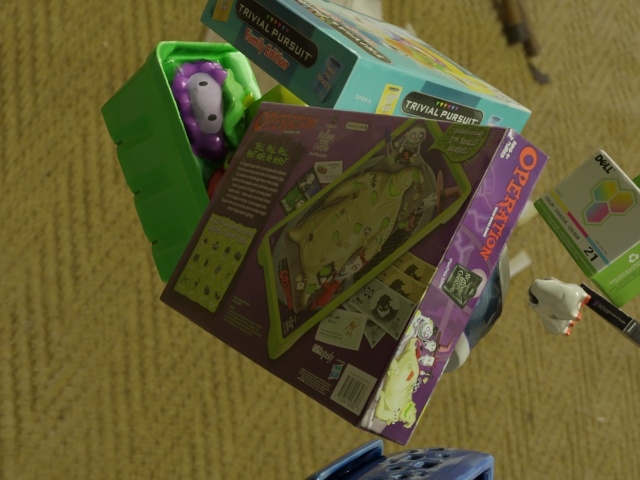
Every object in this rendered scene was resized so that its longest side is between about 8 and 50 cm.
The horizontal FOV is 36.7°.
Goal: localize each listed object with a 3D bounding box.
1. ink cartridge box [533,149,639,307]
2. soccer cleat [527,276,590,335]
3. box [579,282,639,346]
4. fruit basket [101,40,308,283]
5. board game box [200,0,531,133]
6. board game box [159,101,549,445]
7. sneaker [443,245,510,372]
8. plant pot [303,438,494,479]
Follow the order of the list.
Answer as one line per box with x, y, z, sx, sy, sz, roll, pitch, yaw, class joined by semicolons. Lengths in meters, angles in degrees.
0.463;-0.058;1.380;0.097;0.255;0.189;39;17;-37;ink cartridge box
0.317;0.084;1.311;0.076;0.196;0.068;26;83;14;soccer cleat
0.468;0.132;1.470;0.162;0.116;0.029;35;95;-36;box
-0.095;-0.136;1.459;0.283;0.392;0.392;-20;91;-61;fruit basket
0.062;-0.209;1.162;0.336;0.254;0.079;6;119;-48;board game box
0.000;0.000;0.736;0.056;0.346;0.208;25;87;-31;board game box
0.163;0.004;1.391;0.236;0.130;0.323;-50;118;-39;sneaker
0.097;0.411;1.334;0.236;0.212;0.236;-12;107;-61;plant pot
